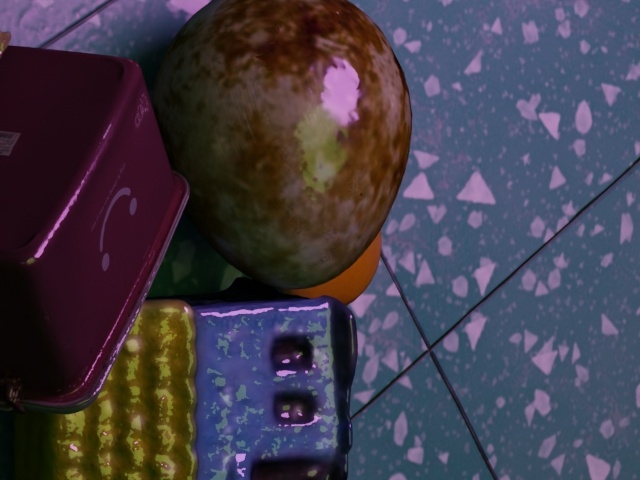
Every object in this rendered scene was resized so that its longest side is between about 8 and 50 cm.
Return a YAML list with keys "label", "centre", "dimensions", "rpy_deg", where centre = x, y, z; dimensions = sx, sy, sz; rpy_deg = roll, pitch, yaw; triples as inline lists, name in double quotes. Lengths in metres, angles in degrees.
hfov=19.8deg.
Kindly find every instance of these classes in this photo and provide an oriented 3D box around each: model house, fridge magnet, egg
- label: "model house"
  centre: [-0.148, 0.156, 1.641]
  dimensions: [0.303, 0.215, 0.237]
  rpy_deg: [0, 92, -31]
- label: "fridge magnet"
  centre: [0.000, 0.000, 1.826]
  dimensions: [0.143, 0.063, 0.143]
  rpy_deg: [0, 91, -38]
- label: "egg"
  centre: [-0.031, -0.096, 1.679]
  dimensions: [0.238, 0.238, 0.289]
  rpy_deg: [-1, 69, -36]

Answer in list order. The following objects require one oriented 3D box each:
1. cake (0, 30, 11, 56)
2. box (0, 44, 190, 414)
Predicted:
- label: "cake"
  centre: [-0.423, -0.174, 1.414]
  dimensions: [0.286, 0.222, 0.227]
  rpy_deg: [44, 65, -24]
- label: "box"
  centre: [-0.242, -0.020, 1.499]
  dimensions: [0.167, 0.193, 0.294]
  rpy_deg: [80, 23, -44]
